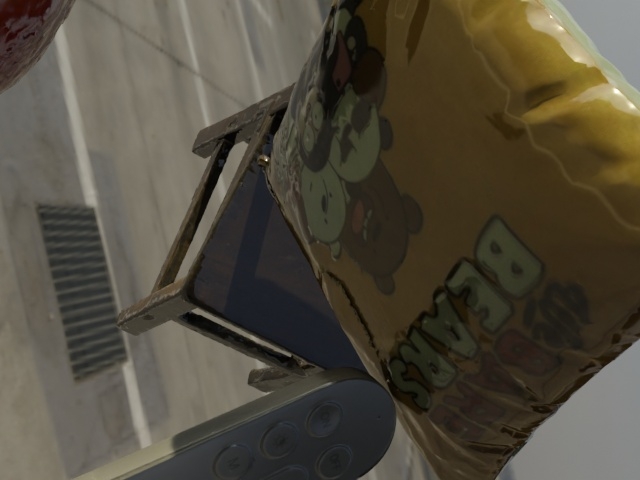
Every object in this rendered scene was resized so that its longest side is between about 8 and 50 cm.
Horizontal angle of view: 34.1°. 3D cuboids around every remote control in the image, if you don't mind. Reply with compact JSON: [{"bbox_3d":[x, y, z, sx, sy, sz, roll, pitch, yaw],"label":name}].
[{"bbox_3d":[-0.066,0.142,0.597,0.022,0.245,0.077,37,-36,57],"label":"remote control"}]

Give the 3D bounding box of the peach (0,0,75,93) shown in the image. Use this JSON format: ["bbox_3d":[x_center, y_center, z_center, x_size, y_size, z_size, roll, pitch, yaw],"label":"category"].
[{"bbox_3d":[-0.323,-0.303,0.756,0.353,0.339,0.416,82,13,-64],"label":"peach"}]

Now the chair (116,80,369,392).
[{"bbox_3d":[0.000,0.000,0.950,0.416,0.203,0.240,-13,-129,62],"label":"chair"}]

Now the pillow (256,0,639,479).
[{"bbox_3d":[0.074,-0.028,0.619,0.312,0.119,0.310,59,-37,24],"label":"pillow"}]
